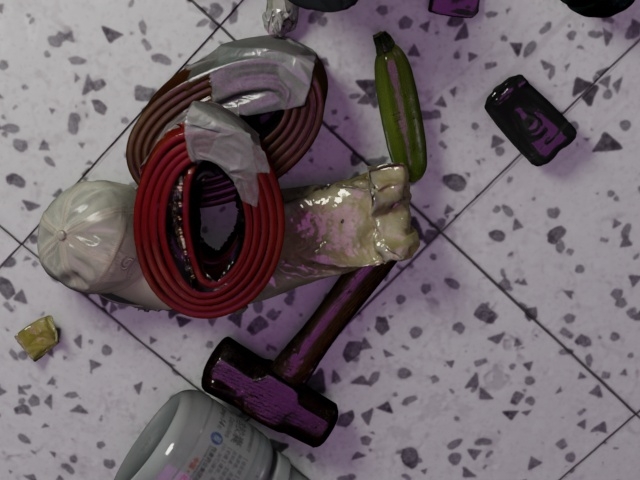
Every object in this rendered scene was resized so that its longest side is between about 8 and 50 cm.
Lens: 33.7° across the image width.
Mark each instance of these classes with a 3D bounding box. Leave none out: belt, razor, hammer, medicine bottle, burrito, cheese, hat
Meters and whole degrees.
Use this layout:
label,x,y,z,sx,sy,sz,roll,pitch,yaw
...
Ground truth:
label,x,y,z,sx,sy,sz,roll,pitch,yaw
belt,-0.142,-0.189,1.663,0.339,0.122,0.217,-27,109,10
razor,0.334,-0.194,1.696,0.090,0.054,0.148,-43,103,12
hammer,0.003,0.147,1.790,0.242,0.095,0.409,34,102,-11
medicine bottle,-0.172,0.427,1.797,0.306,0.245,0.245,38,104,-12
burrito,-0.005,-0.012,1.711,0.348,0.107,0.175,-19,80,14
belt,-0.165,-0.049,1.592,0.227,0.115,0.323,2,111,-8
burrito,-0.057,-0.415,1.617,0.064,0.064,0.203,5,108,-2
cheese,-0.474,0.163,1.814,0.084,0.041,0.060,-31,99,22
hat,-0.324,0.021,1.711,0.275,0.161,0.232,29,110,-13

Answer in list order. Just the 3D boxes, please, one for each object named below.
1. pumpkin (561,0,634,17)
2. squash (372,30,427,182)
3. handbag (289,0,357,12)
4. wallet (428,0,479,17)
label,x,y,z,sx,sy,sz,roll,pitch,yaw
pumpkin,0.418,-0.431,1.570,0.194,0.150,0.194,-3,118,-5
squash,0.127,-0.213,1.682,0.066,0.066,0.252,-11,109,3
handbag,0.005,-0.468,1.500,0.178,0.302,0.275,-11,120,50
wallet,0.218,-0.425,1.638,0.082,0.018,0.156,9,107,-4
